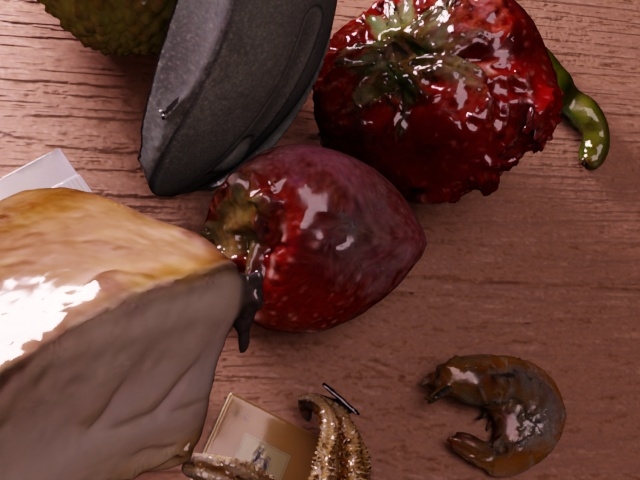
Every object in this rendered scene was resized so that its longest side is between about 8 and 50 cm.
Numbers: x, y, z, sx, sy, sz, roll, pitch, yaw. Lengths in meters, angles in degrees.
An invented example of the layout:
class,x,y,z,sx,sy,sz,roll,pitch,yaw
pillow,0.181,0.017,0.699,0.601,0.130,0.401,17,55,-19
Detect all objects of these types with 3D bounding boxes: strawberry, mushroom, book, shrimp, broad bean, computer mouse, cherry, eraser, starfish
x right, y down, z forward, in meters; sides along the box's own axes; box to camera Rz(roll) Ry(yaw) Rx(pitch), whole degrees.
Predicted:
class,x,y,z,sx,sy,sz,roll,pitch,yaw
strawberry,0.139,-0.154,1.385,0.274,0.220,0.274,-6,68,16
mushroom,-0.296,0.101,0.990,0.314,0.224,0.397,28,33,29
book,-0.072,0.251,1.240,0.118,0.012,0.172,30,61,-10
shrimp,0.190,0.186,1.355,0.187,0.051,0.132,12,65,-21
broad bean,0.295,-0.185,1.557,0.070,0.048,0.213,-30,86,-31
computer mouse,-0.068,-0.198,1.249,0.114,0.374,0.203,26,21,21
cherry,0.000,0.000,1.283,0.250,0.175,0.192,0,78,-24
eraser,-0.237,0.025,1.241,0.095,0.052,0.225,-33,84,-30
starfish,-0.016,0.279,1.187,0.312,0.113,0.303,29,64,-26

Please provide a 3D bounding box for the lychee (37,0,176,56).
class,x,y,z,sx,sy,sz,roll,pitch,yaw
lychee,-0.200,-0.352,1.284,0.270,0.270,0.320,-29,104,-30
